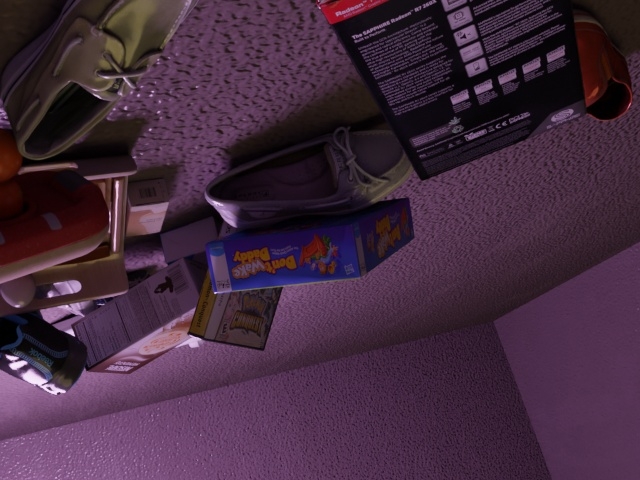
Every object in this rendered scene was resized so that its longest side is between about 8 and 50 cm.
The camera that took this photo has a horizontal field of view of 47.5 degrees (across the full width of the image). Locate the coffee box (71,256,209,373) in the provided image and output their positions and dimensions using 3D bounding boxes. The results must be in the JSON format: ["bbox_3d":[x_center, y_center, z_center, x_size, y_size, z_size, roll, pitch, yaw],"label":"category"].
[{"bbox_3d":[-0.299,0.140,1.310,0.246,0.098,0.141,-31,160,11],"label":"coffee box"}]

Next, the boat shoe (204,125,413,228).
[{"bbox_3d":[-0.014,-0.098,1.100,0.320,0.118,0.103,-12,168,8],"label":"boat shoe"}]

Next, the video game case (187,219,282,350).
[{"bbox_3d":[-0.128,0.068,1.314,0.035,0.249,0.275,14,173,20],"label":"video game case"}]

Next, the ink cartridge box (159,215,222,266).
[{"bbox_3d":[-0.217,0.022,1.358,0.104,0.060,0.180,-19,163,3],"label":"ink cartridge box"}]

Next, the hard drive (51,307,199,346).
[{"bbox_3d":[-0.425,0.202,1.605,0.307,0.040,0.203,-20,144,26],"label":"hard drive"}]

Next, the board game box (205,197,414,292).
[{"bbox_3d":[0.000,0.000,1.190,0.233,0.078,0.347,-7,-173,21],"label":"board game box"}]

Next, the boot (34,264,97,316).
[{"bbox_3d":[-0.463,0.073,1.258,0.123,0.095,0.258,-8,153,-10],"label":"boot"}]

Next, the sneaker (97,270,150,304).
[{"bbox_3d":[-0.403,0.102,1.445,0.135,0.052,0.058,-11,166,-19],"label":"sneaker"}]

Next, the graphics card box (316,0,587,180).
[{"bbox_3d":[0.159,-0.222,0.808,0.232,0.094,0.371,-23,149,15],"label":"graphics card box"}]

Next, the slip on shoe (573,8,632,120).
[{"bbox_3d":[0.362,-0.241,1.035,0.123,0.101,0.331,-28,159,36],"label":"slip on shoe"}]

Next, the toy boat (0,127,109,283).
[{"bbox_3d":[-0.348,-0.048,0.779,0.231,0.151,0.151,-23,129,-41],"label":"toy boat"}]

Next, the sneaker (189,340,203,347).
[{"bbox_3d":[-0.264,0.180,1.720,0.123,0.106,0.290,-11,160,-12],"label":"sneaker"}]

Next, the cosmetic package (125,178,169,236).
[{"bbox_3d":[-0.271,-0.049,1.119,0.060,0.041,0.115,-11,161,-22],"label":"cosmetic package"}]

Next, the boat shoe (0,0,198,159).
[{"bbox_3d":[-0.203,-0.178,0.695,0.302,0.094,0.109,-30,159,37],"label":"boat shoe"}]

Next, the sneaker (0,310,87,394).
[{"bbox_3d":[-0.528,0.139,1.198,0.340,0.125,0.140,12,156,35],"label":"sneaker"}]

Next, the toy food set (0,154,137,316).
[{"bbox_3d":[-0.374,0.002,1.021,0.219,0.093,0.306,-10,149,-24],"label":"toy food set"}]
